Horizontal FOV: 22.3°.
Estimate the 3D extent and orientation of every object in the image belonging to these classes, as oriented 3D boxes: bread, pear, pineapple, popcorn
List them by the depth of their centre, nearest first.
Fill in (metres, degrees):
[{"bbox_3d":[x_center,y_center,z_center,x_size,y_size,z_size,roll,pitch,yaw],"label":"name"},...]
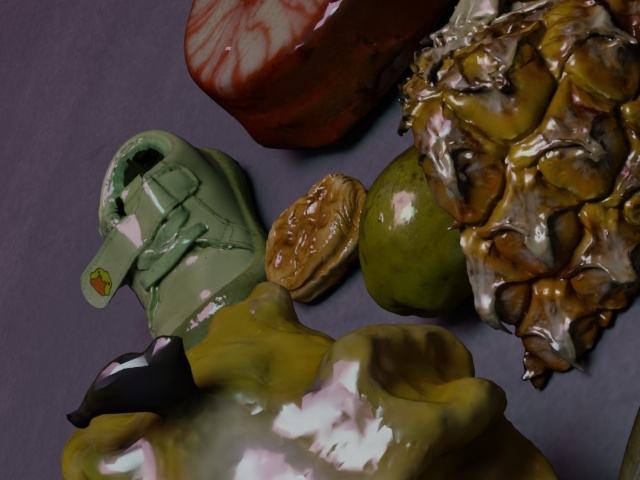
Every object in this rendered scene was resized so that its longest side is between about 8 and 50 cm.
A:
[{"bbox_3d":[-0.012,0.187,0.915,0.297,0.281,0.316,20,94,29],"label":"popcorn"},{"bbox_3d":[0.148,-0.100,1.022,0.161,0.158,0.335,-25,42,43],"label":"pineapple"},{"bbox_3d":[0.076,-0.012,1.101,0.107,0.107,0.131,2,74,56],"label":"pear"},{"bbox_3d":[0.000,0.000,1.264,0.110,0.044,0.083,-42,37,28],"label":"bread"},{"bbox_3d":[0.018,-0.241,1.388,0.328,0.114,0.295,-53,31,11],"label":"bread"}]

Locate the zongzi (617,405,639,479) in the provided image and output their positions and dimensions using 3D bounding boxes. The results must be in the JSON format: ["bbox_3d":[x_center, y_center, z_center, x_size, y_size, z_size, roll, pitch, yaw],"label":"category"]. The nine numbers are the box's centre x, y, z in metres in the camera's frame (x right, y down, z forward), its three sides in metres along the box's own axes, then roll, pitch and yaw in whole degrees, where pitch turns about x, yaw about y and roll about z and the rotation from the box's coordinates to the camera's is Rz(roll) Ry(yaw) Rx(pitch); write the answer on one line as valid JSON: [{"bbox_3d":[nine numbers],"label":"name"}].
[{"bbox_3d":[0.182,0.140,0.824,0.256,0.115,0.228,-112,46,-73],"label":"zongzi"}]

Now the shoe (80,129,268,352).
[{"bbox_3d":[-0.125,0.008,1.382,0.140,0.128,0.262,-57,24,30],"label":"shoe"}]
